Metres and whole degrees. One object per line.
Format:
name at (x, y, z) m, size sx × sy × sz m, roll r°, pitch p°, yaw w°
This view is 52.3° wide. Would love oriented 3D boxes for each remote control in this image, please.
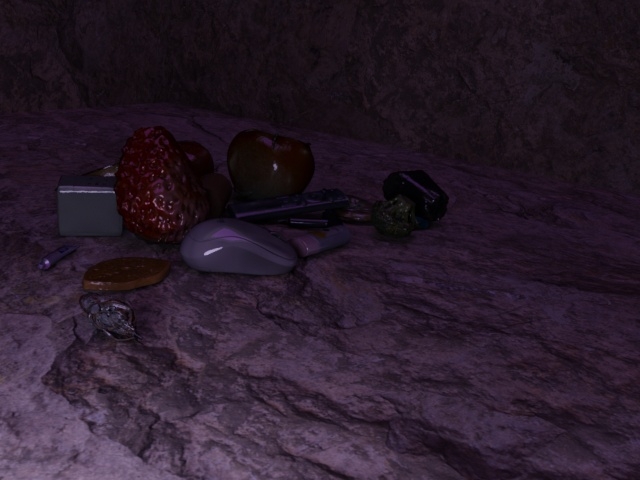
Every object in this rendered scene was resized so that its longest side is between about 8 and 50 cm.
remote control at (-0.099, -0.111, 2.054) m, size 0.377 × 0.044 × 0.107 m, roll -10°, pitch 36°, yaw -21°

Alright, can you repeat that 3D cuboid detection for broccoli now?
broccoli at (0.230, -0.070, 1.991) m, size 0.162 × 0.138 × 0.146 m, roll 33°, pitch 27°, yaw -8°

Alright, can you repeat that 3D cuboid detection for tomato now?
tomato at (-0.458, -0.241, 2.260) m, size 0.155 × 0.181 × 0.214 m, roll 38°, pitch 40°, yaw 27°
tomato at (-0.171, -0.244, 2.207) m, size 0.303 × 0.239 × 0.303 m, roll 12°, pitch 8°, yaw -2°

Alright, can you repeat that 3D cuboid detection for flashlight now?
flashlight at (0.288, -0.057, 2.095) m, size 0.129 × 0.051 × 0.051 m, roll 8°, pitch 17°, yaw -15°

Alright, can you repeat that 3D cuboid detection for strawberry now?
strawberry at (-0.408, -0.156, 1.728) m, size 0.265 × 0.336 × 0.149 m, roll -6°, pitch -10°, yaw -43°

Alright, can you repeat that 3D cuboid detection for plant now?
plant at (0.310, -0.152, 2.198) m, size 0.141 × 0.165 × 0.256 m, roll -9°, pitch 26°, yaw -34°

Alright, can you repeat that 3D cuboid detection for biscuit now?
biscuit at (-0.444, 0.076, 1.486) m, size 0.141 × 0.029 × 0.220 m, roll 21°, pitch 24°, yaw 35°

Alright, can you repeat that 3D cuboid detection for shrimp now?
shrimp at (-0.391, 0.148, 1.233) m, size 0.190 × 0.075 × 0.073 m, roll 32°, pitch -2°, yaw 33°
shrimp at (0.078, -0.106, 2.161) m, size 0.254 × 0.059 × 0.145 m, roll 22°, pitch 34°, yaw 28°

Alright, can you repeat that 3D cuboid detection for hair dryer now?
hair dryer at (-0.030, -0.046, 1.969) m, size 0.194 × 0.050 × 0.173 m, roll -3°, pitch 19°, yaw -13°

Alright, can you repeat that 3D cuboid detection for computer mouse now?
computer mouse at (-0.202, 0.006, 1.636) m, size 0.296 × 0.121 × 0.184 m, roll 2°, pitch 17°, yaw -7°

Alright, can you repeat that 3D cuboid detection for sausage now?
sausage at (-0.343, -0.136, 2.002) m, size 0.123 × 0.123 × 0.253 m, roll 5°, pitch 19°, yaw -2°

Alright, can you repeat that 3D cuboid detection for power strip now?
power strip at (-0.595, -0.095, 1.777) m, size 0.224 × 0.139 × 0.140 m, roll 0°, pitch 18°, yaw -17°

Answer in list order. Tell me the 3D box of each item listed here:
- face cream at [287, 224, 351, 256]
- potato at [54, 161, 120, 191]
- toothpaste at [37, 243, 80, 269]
face cream at (0.000, 0.000, 1.809) m, size 0.084 × 0.057 × 0.198 m, roll 19°, pitch 22°, yaw 36°
potato at (-0.626, -0.151, 1.950) m, size 0.299 × 0.116 × 0.239 m, roll -18°, pitch 4°, yaw 1°
toothpaste at (-0.628, 0.035, 1.553) m, size 0.045 × 0.028 × 0.170 m, roll 0°, pitch 16°, yaw 4°
